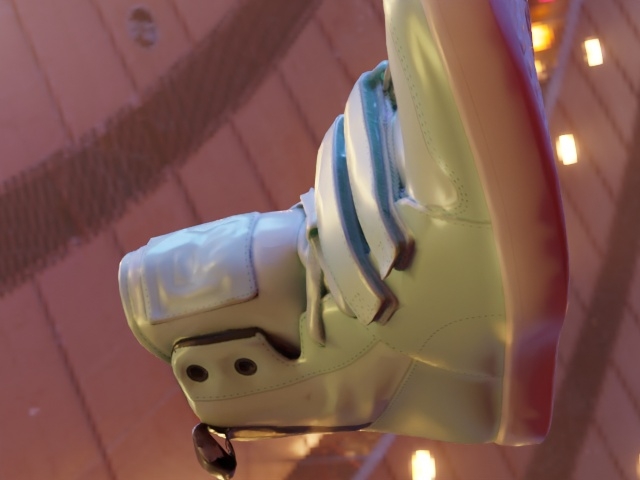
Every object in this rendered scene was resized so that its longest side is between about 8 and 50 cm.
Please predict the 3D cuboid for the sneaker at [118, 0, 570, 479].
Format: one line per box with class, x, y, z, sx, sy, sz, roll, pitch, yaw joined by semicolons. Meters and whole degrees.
sneaker;0.000;0.001;0.478;0.256;0.151;0.094;80;-173;-54
